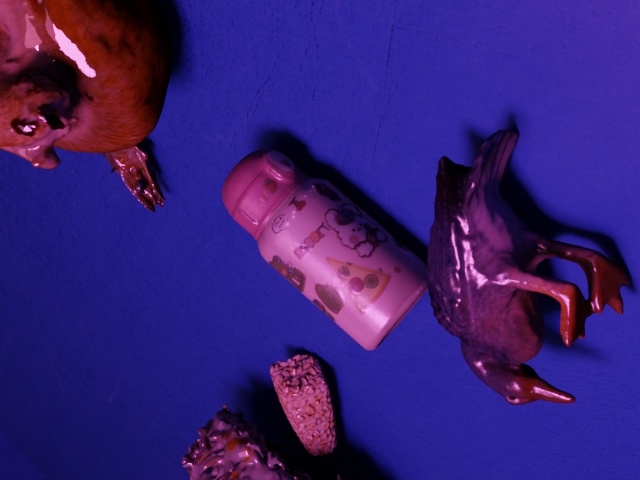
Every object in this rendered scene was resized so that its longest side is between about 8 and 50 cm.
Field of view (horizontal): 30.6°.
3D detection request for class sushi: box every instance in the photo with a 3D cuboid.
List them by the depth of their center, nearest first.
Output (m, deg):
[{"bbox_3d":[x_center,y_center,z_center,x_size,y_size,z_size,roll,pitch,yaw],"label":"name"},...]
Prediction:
[{"bbox_3d":[-0.040,0.415,1.731,0.417,0.176,0.417,35,166,10],"label":"sushi"}]

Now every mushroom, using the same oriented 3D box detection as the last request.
[{"bbox_3d":[-0.331,-0.235,1.283,0.345,0.259,0.345,29,144,24],"label":"mushroom"}]

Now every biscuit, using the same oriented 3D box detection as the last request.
[{"bbox_3d":[-0.019,0.231,1.644,0.082,0.070,0.168,-117,10,-47],"label":"biscuit"}]

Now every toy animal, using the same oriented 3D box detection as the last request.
[{"bbox_3d":[0.182,0.035,1.128,0.185,0.122,0.298,2,128,49],"label":"toy animal"}]

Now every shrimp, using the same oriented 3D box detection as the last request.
[{"bbox_3d":[-0.309,-0.165,1.547,0.169,0.058,0.296,4,126,56],"label":"shrimp"}]

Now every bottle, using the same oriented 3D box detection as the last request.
[{"bbox_3d":[0.000,0.000,1.306,0.253,0.120,0.120,41,149,6],"label":"bottle"}]
